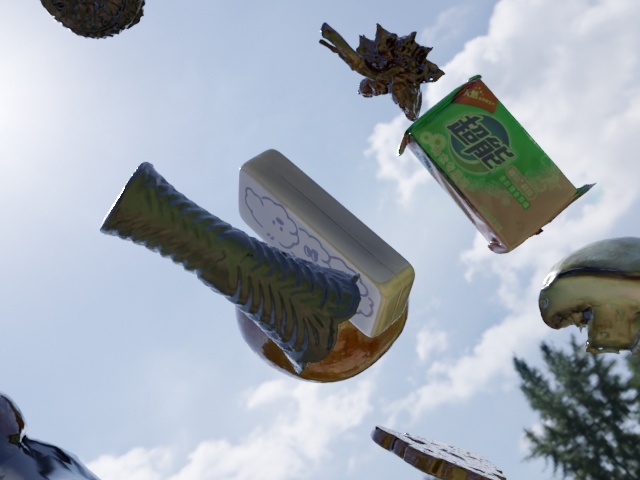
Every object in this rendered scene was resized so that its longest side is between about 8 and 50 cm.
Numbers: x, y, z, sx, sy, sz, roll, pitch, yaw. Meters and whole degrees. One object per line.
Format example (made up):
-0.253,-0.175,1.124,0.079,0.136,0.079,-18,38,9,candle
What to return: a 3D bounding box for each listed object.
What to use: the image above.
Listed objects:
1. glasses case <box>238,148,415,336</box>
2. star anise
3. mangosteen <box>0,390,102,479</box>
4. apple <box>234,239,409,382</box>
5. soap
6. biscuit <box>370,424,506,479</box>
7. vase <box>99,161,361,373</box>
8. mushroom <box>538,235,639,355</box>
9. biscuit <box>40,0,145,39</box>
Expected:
0.000,0.000,1.202,0.076,0.336,0.144,-35,-27,-28,glasses case
0.131,-0.389,1.658,0.346,0.237,0.148,26,-113,-41,star anise
-0.208,0.170,0.381,0.211,0.211,0.250,-34,-81,-11,mangosteen
-0.002,0.145,1.730,0.400,0.400,0.334,-13,-58,-34,apple
0.287,-0.126,1.252,0.217,0.273,0.098,-38,-5,-6,soap
0.253,0.430,1.428,0.301,0.278,0.043,25,-96,-50,biscuit
-0.086,0.019,0.710,0.237,0.115,0.115,34,-75,-13,vase
0.515,0.075,1.250,0.164,0.266,0.190,-49,-59,-40,mushroom
-0.370,-0.417,1.193,0.053,0.194,0.195,-69,-5,-53,biscuit
